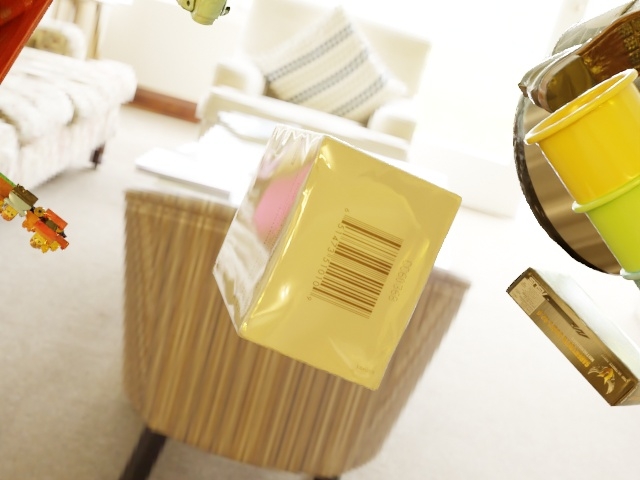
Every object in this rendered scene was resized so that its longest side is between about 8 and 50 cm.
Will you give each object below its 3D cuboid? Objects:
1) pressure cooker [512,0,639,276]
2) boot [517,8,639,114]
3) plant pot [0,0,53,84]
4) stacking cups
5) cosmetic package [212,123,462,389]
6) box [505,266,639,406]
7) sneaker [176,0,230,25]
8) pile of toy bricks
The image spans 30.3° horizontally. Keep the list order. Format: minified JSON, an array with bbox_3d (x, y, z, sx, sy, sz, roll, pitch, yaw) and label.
[{"bbox_3d":[0.519,-0.158,1.580,0.376,0.369,0.420,6,-14,-32],"label":"pressure cooker"},{"bbox_3d":[0.335,-0.224,1.398,0.219,0.082,0.106,-29,20,-9],"label":"boot"},{"bbox_3d":[-0.528,-0.255,1.424,0.267,0.267,0.236,38,-33,-25],"label":"plant pot"},{"bbox_3d":[0.270,0.033,0.869,0.316,0.096,0.096,58,18,-3],"label":"stacking cups"},{"bbox_3d":[0.000,0.000,1.284,0.156,0.217,0.385,23,1,-13],"label":"cosmetic package"},{"bbox_3d":[0.395,0.141,1.739,0.231,0.056,0.183,50,18,24],"label":"box"},{"bbox_3d":[-0.110,-0.351,1.527,0.094,0.151,0.256,6,6,-30],"label":"sneaker"},{"bbox_3d":[-0.417,-0.035,1.459,0.212,0.105,0.118,39,-11,-9],"label":"pile of toy bricks"}]
